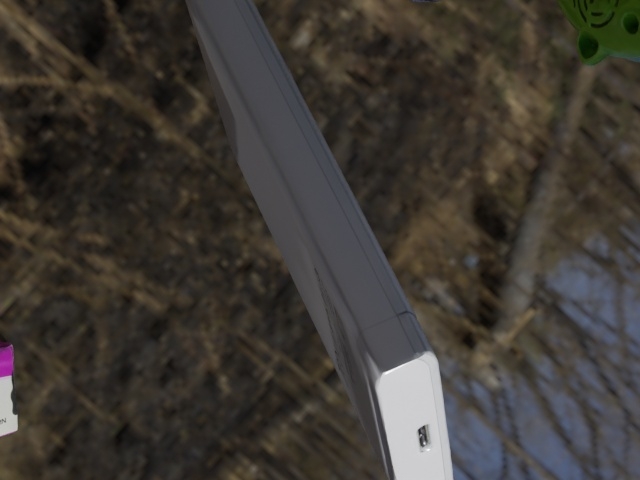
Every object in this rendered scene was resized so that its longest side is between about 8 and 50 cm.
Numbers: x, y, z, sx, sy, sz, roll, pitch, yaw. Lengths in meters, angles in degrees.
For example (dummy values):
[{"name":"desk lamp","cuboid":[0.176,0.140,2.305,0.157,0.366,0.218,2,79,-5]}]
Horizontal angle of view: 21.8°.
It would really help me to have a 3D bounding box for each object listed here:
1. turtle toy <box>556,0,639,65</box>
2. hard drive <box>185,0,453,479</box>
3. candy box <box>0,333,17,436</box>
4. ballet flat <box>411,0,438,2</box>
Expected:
[{"name":"turtle toy","cuboid":[0.124,-0.104,0.514,0.130,0.095,0.066,-51,142,4]},{"name":"hard drive","cuboid":[0.000,0.000,1.205,0.047,0.353,0.233,-23,149,-6]},{"name":"candy box","cuboid":[-0.323,0.068,1.090,0.159,0.233,0.071,-17,124,-32]},{"name":"ballet flat","cuboid":[0.182,-0.268,1.223,0.316,0.107,0.106,-27,161,9]}]
